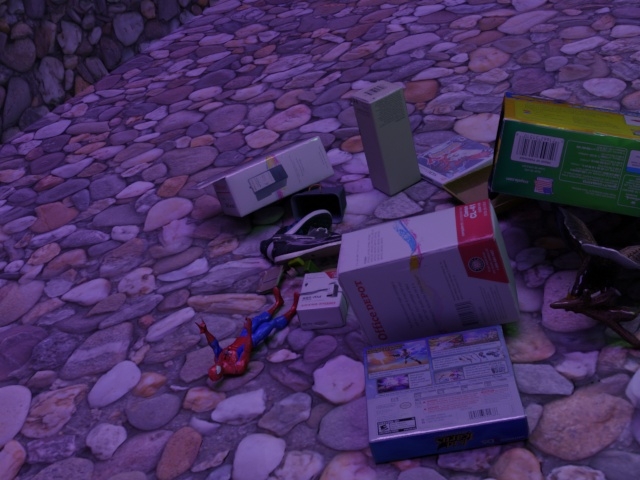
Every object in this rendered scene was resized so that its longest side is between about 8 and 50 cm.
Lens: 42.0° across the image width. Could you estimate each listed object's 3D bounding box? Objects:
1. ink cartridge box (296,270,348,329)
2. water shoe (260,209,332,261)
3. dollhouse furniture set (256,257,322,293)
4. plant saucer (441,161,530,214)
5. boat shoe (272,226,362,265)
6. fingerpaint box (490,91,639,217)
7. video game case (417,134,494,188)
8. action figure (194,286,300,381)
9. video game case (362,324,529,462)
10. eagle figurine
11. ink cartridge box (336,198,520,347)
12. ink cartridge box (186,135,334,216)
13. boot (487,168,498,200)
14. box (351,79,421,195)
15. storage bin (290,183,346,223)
[{"bbox_3d":[0.008,0.128,1.819,0.099,0.056,0.135,-7,32,12],"label":"ink cartridge box"},{"bbox_3d":[-0.063,-0.024,2.076,0.203,0.073,0.080,-32,33,-26],"label":"water shoe"},{"bbox_3d":[-0.069,0.093,1.942,0.151,0.059,0.076,-21,34,29],"label":"dollhouse furniture set"},{"bbox_3d":[0.423,-0.118,2.040,0.188,0.045,0.188,-23,33,-12],"label":"plant saucer"},{"bbox_3d":[0.000,0.000,1.977,0.233,0.084,0.079,-10,70,1],"label":"boat shoe"},{"bbox_3d":[0.595,-0.179,1.765,0.444,0.163,0.371,11,20,9],"label":"fingerpaint box"},{"bbox_3d":[0.354,-0.215,2.243,0.201,0.023,0.183,-28,34,-19],"label":"video game case"},{"bbox_3d":[-0.156,0.174,1.752,0.091,0.139,0.280,8,41,35],"label":"action figure"},{"bbox_3d":[0.216,0.271,1.500,0.269,0.061,0.244,-11,33,7],"label":"video game case"},{"bbox_3d":[0.538,0.042,1.609,0.225,0.226,0.298,-16,30,40],"label":"eagle figurine"},{"bbox_3d":[0.212,0.070,1.621,0.306,0.226,0.131,-12,38,17],"label":"ink cartridge box"},{"bbox_3d":[-0.165,-0.157,2.232,0.353,0.119,0.207,-25,11,-15],"label":"ink cartridge box"},{"bbox_3d":[0.450,-0.137,1.974,0.099,0.045,0.121,1,35,19],"label":"boot"},{"bbox_3d":[0.172,-0.265,2.159,0.113,0.275,0.094,-28,33,-21],"label":"box"},{"bbox_3d":[0.002,-0.104,2.164,0.135,0.098,0.091,-2,23,20],"label":"storage bin"}]
